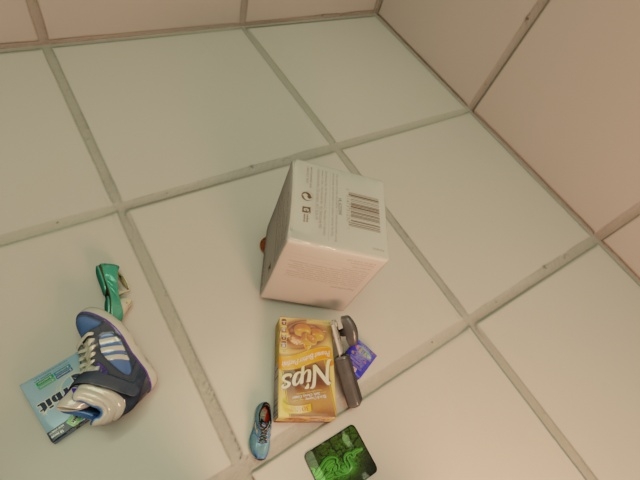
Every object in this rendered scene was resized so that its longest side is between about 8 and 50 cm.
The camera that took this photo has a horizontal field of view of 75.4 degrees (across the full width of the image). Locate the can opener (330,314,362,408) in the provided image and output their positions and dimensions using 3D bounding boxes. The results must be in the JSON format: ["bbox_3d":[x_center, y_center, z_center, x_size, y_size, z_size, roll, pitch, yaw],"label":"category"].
[{"bbox_3d":[0.097,0.387,1.342,0.095,0.076,0.283,-18,81,11],"label":"can opener"}]

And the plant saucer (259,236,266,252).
[{"bbox_3d":[-0.194,0.021,1.601,0.083,0.013,0.083,9,54,-12],"label":"plant saucer"}]

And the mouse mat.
[{"bbox_3d":[0.063,0.670,1.249,0.189,0.007,0.153,-21,65,-27],"label":"mouse mat"}]

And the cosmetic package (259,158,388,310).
[{"bbox_3d":[0.000,0.000,1.429,0.327,0.394,0.329,11,54,-14],"label":"cosmetic package"}]

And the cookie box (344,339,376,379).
[{"bbox_3d":[0.125,0.408,1.421,0.092,0.040,0.107,40,55,12],"label":"cookie box"}]

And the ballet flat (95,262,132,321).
[{"bbox_3d":[-0.650,0.177,1.320,0.087,0.083,0.247,-5,60,-36],"label":"ballet flat"}]

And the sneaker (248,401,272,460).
[{"bbox_3d":[-0.173,0.553,1.213,0.063,0.073,0.162,7,55,-13],"label":"sneaker"}]

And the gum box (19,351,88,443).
[{"bbox_3d":[-0.706,0.432,1.152,0.157,0.041,0.184,-33,71,-33],"label":"gum box"}]

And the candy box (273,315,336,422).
[{"bbox_3d":[-0.053,0.412,1.335,0.183,0.087,0.316,6,55,-13],"label":"candy box"}]

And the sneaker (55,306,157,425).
[{"bbox_3d":[-0.625,0.344,1.124,0.323,0.130,0.236,47,26,5],"label":"sneaker"}]
